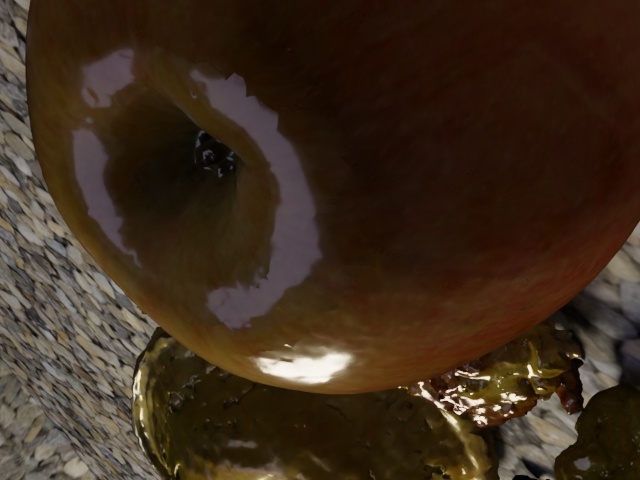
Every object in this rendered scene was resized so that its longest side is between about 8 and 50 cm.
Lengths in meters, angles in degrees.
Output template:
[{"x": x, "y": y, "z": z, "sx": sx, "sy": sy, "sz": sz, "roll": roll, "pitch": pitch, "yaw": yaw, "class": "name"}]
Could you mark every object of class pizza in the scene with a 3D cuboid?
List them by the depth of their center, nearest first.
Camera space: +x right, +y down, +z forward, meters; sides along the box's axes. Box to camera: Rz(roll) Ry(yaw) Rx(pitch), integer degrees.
[{"x": 0.134, "y": 0.108, "z": 1.388, "sx": 0.229, "sy": 0.081, "sz": 0.289, "roll": -6, "pitch": 150, "yaw": 44, "class": "pizza"}]

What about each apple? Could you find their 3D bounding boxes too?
[{"x": 0.012, "y": -0.095, "z": 0.980, "sx": 0.391, "sy": 0.346, "sz": 0.391, "roll": 25, "pitch": 134, "yaw": 28, "class": "apple"}]

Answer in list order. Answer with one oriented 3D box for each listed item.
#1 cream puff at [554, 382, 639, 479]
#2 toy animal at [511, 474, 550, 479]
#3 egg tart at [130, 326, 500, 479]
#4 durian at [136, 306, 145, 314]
[{"x": 0.267, "y": 0.205, "z": 1.351, "sx": 0.121, "sy": 0.156, "sz": 0.156, "roll": 31, "pitch": 160, "yaw": -8, "class": "cream puff"}, {"x": 0.270, "y": 0.300, "z": 1.608, "sx": 0.202, "sy": 0.070, "sz": 0.105, "roll": 8, "pitch": 118, "yaw": 64, "class": "toy animal"}, {"x": -0.024, "y": 0.250, "z": 1.729, "sx": 0.443, "sy": 0.178, "sz": 0.443, "roll": 12, "pitch": 133, "yaw": 13, "class": "egg tart"}, {"x": -0.106, "y": 0.070, "z": 1.823, "sx": 0.249, "sy": 0.183, "sz": 0.138, "roll": 57, "pitch": -167, "yaw": -32, "class": "durian"}]
